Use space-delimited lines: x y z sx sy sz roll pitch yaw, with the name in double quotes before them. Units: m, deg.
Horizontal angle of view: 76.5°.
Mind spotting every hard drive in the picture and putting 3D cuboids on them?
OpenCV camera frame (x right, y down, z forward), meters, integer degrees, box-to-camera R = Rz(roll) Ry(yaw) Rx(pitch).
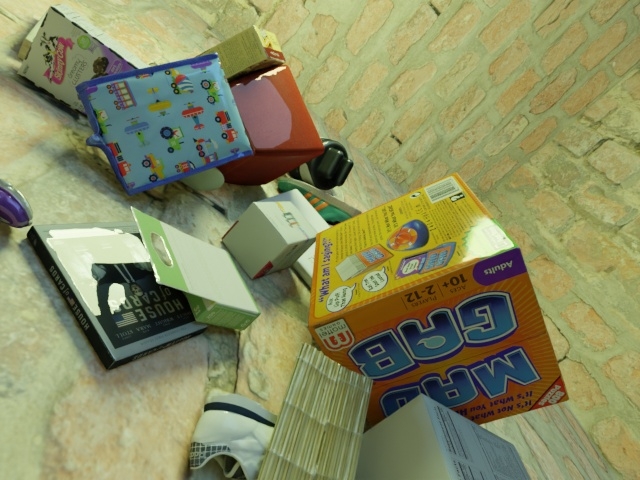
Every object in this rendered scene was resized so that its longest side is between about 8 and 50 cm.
"hard drive" -0.038 -0.004 1.140 0.307 0.040 0.203 49 39 11

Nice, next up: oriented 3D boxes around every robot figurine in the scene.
"robot figurine" -0.016 -0.274 1.391 0.278 0.174 0.208 28 -39 46

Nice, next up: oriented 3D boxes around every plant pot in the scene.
"plant pot" -0.199 -0.297 1.115 0.236 0.268 0.266 -30 97 -53

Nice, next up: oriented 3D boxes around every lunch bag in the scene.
"lunch bag" -0.321 -0.233 0.833 0.293 0.138 0.220 -29 107 -37

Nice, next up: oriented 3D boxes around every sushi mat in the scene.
"sushi mat" -0.012 0.311 0.552 0.151 0.019 0.316 37 49 -22

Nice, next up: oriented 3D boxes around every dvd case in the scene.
"dvd case" -0.304 0.068 0.629 0.238 0.029 0.179 50 23 14

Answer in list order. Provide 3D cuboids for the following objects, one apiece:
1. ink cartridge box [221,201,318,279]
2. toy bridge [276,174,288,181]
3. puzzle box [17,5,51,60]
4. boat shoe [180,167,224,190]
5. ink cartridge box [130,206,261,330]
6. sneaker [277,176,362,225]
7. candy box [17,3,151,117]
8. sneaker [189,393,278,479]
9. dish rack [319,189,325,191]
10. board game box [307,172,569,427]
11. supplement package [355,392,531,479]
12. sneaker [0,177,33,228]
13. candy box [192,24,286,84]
"ink cartridge box" -0.112 -0.007 0.964 0.127 0.128 0.176 50 21 12
"toy bridge" -0.126 -0.214 1.441 0.188 0.026 0.063 23 31 -44
"puzzle box" -0.529 -0.427 1.076 0.409 0.052 0.272 27 29 -37
"boat shoe" -0.330 -0.184 0.965 0.220 0.078 0.070 19 35 -44
"ink cartridge box" -0.219 0.056 0.689 0.235 0.056 0.171 32 18 -54
"sneaker" -0.022 -0.109 1.346 0.303 0.120 0.108 27 3 12
"candy box" -0.498 -0.362 0.866 0.196 0.165 0.070 33 24 -26
"sneaker" -0.074 0.302 0.572 0.235 0.090 0.094 33 40 -23
"dish rack" -0.078 -0.321 1.657 0.333 0.072 0.285 43 21 -5
"board game box" 0.218 0.135 0.856 0.356 0.357 0.356 61 15 -24
"supplement package" 0.206 0.426 0.661 0.263 0.199 0.198 35 24 -24
"sneaker" -0.473 -0.056 0.532 0.170 0.068 0.071 28 42 -18
"candy box" -0.267 -0.455 1.091 0.087 0.317 0.183 66 18 -14
